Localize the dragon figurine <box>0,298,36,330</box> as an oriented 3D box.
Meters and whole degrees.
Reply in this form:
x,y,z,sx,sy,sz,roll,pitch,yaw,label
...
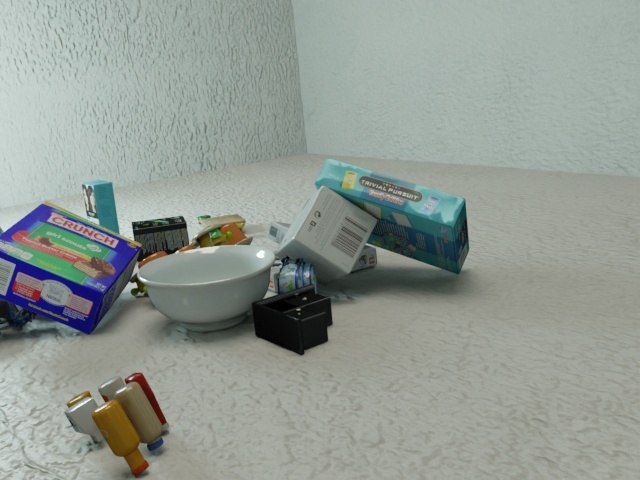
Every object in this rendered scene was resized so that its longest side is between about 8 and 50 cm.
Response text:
x,y,z,sx,sy,sz,roll,pitch,yaw,label
-0.758,0.155,1.683,0.289,0.144,0.085,-20,7,30,dragon figurine

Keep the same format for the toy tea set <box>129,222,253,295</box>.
x,y,z,sx,sy,sz,roll,pitch,yaw,label
-0.309,0.064,1.806,0.336,0.124,0.200,-29,-5,-18,toy tea set

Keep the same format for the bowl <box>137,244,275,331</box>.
x,y,z,sx,sy,sz,roll,pitch,yaw,label
-0.237,0.110,1.561,0.298,0.134,0.298,-4,14,1,bowl

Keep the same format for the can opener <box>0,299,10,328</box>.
x,y,z,sx,sy,sz,roll,pitch,yaw,label
-0.788,0.203,1.512,0.074,0.093,0.280,6,23,38,can opener

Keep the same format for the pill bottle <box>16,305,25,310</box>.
x,y,z,sx,sy,sz,roll,pitch,yaw,label
-0.688,0.095,1.827,0.121,0.121,0.216,7,18,41,pill bottle

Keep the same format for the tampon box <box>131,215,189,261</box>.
x,y,z,sx,sy,sz,roll,pitch,yaw,label
-0.488,-0.008,2.213,0.161,0.101,0.120,-8,14,-14,tampon box

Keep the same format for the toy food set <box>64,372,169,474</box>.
x,y,z,sx,sy,sz,roll,pitch,yaw,label
-0.297,0.270,1.079,0.111,0.104,0.232,-31,8,-33,toy food set

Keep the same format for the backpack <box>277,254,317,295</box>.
x,y,z,sx,sy,sz,roll,pitch,yaw,label
-0.051,0.098,1.600,0.084,0.105,0.114,-4,19,11,backpack

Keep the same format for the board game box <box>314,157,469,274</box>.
x,y,z,sx,sy,sz,roll,pitch,yaw,label
0.174,-0.055,1.696,0.336,0.079,0.254,20,-20,21,board game box

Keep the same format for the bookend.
x,y,z,sx,sy,sz,roll,pitch,yaw,label
-0.027,0.152,1.436,0.156,0.072,0.157,-15,17,-35,bookend

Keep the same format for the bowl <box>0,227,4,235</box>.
x,y,z,sx,sy,sz,roll,pitch,yaw,label
-1.007,0.028,1.962,0.311,0.311,0.163,3,36,31,bowl

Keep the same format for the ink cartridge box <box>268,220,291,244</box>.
x,y,z,sx,sy,sz,roll,pitch,yaw,label
0.000,0.000,1.912,0.232,0.066,0.189,12,5,-24,ink cartridge box

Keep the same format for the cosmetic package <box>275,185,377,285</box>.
x,y,z,sx,sy,sz,roll,pitch,yaw,label
0.010,-0.007,1.681,0.151,0.151,0.183,32,-20,-8,cosmetic package

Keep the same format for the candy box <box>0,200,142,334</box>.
x,y,z,sx,sy,sz,roll,pitch,yaw,label
-0.589,0.054,1.677,0.268,0.122,0.317,24,18,-7,candy box

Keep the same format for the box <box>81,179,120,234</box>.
x,y,z,sx,sy,sz,roll,pitch,yaw,label
-0.651,-0.054,2.165,0.060,0.244,0.100,-15,16,-36,box

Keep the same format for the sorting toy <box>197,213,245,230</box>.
x,y,z,sx,sy,sz,roll,pitch,yaw,label
-0.324,-0.047,2.426,0.132,0.046,0.274,-10,14,-17,sorting toy

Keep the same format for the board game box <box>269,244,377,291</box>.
x,y,z,sx,sy,sz,roll,pitch,yaw,label
-0.033,0.056,1.870,0.305,0.053,0.193,-14,16,-30,board game box
